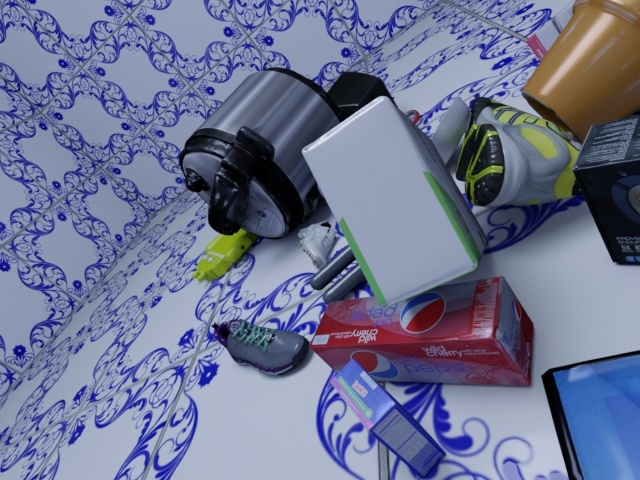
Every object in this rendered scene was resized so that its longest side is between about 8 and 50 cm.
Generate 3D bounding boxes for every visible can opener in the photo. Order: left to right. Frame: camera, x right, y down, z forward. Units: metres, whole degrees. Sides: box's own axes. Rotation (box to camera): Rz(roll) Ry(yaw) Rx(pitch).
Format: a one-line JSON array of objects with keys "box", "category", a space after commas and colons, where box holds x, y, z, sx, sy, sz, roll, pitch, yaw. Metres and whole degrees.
[{"box": [0.103, 0.012, 0.759, 0.280, 0.074, 0.093, -41, -10, -5], "category": "can opener"}]

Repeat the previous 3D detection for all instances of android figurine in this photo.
[{"box": [-0.307, 0.029, 1.307, 0.273, 0.056, 0.248, -47, 26, -18], "category": "android figurine"}]

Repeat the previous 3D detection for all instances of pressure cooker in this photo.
[{"box": [-0.165, -0.203, 1.094, 0.376, 0.369, 0.420, 13, 58, 36], "category": "pressure cooker"}]

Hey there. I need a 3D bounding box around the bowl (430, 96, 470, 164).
[{"box": [0.262, -0.209, 0.840, 0.142, 0.053, 0.142, -56, -10, -27], "category": "bowl"}]

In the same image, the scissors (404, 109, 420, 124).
[{"box": [0.243, -0.383, 1.248, 0.109, 0.021, 0.297, -40, 21, 21], "category": "scissors"}]

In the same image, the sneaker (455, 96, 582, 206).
[{"box": [0.314, -0.144, 0.663, 0.147, 0.145, 0.384, 9, 32, 10], "category": "sneaker"}]

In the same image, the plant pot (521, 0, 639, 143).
[{"box": [0.425, -0.260, 0.605, 0.188, 0.205, 0.205, -47, 21, 23], "category": "plant pot"}]

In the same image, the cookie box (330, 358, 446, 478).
[{"box": [0.072, 0.192, 0.440, 0.040, 0.107, 0.092, -44, 25, -7], "category": "cookie box"}]

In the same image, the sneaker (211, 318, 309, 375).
[{"box": [-0.122, 0.186, 0.733, 0.224, 0.098, 0.083, -15, 36, 44], "category": "sneaker"}]

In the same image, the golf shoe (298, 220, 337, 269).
[{"box": [0.000, 0.000, 0.911, 0.086, 0.069, 0.176, -32, 27, 6], "category": "golf shoe"}]

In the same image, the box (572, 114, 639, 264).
[{"box": [0.367, -0.050, 0.376, 0.180, 0.147, 0.077, -1, 45, 53], "category": "box"}]

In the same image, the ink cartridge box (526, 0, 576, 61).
[{"box": [0.530, -0.440, 0.768, 0.159, 0.092, 0.218, -38, 1, 7], "category": "ink cartridge box"}]

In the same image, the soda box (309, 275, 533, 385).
[{"box": [0.116, 0.123, 0.510, 0.264, 0.092, 0.083, -16, 34, 42], "category": "soda box"}]

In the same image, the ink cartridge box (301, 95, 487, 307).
[{"box": [0.119, -0.048, 0.531, 0.115, 0.198, 0.273, -30, -8, 23], "category": "ink cartridge box"}]

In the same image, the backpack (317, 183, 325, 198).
[{"box": [0.066, -0.153, 0.975, 0.173, 0.158, 0.117, -61, 21, -15], "category": "backpack"}]

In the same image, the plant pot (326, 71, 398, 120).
[{"box": [0.127, -0.408, 1.256, 0.167, 0.188, 0.187, 14, 63, 53], "category": "plant pot"}]

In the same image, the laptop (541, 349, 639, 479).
[{"box": [0.275, 0.115, 0.244, 0.137, 0.264, 0.234, 6, 40, 8], "category": "laptop"}]
